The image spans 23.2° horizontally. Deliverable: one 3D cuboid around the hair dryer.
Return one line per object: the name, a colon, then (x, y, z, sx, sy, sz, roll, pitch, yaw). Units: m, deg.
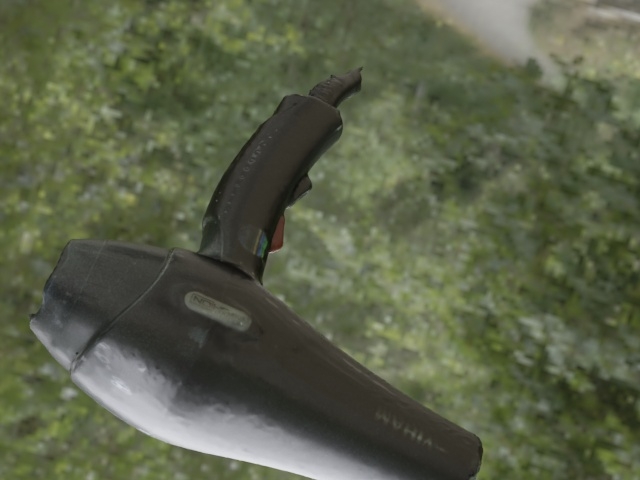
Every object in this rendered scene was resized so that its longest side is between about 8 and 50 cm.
hair dryer: (0.000, 0.000, 0.810, 0.235, 0.272, 0.091, 26, 147, -6)
